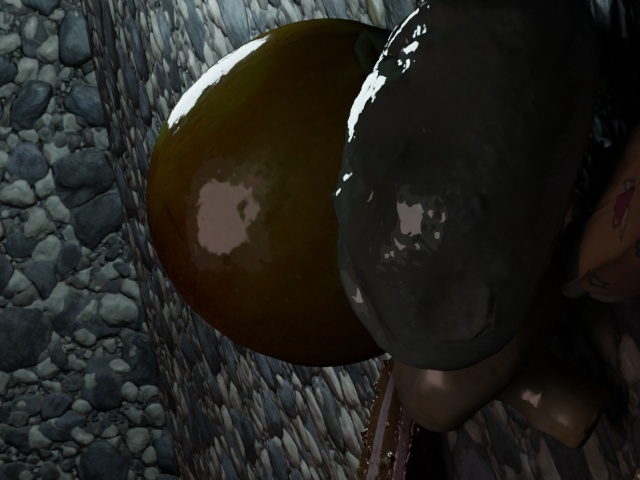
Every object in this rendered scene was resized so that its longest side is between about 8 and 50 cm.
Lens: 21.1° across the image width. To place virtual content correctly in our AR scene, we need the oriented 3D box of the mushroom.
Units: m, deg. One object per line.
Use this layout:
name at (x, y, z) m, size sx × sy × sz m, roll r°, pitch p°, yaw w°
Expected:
mushroom at (0.180, 0.100, 1.671) m, size 0.206 × 0.209 × 0.206 m, roll -168°, pitch 90°, yaw -83°

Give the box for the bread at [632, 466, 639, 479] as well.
bread at (0.361, 0.118, 1.250) m, size 0.211 × 0.224 × 0.183 m, roll 19°, pitch 127°, yaw 19°

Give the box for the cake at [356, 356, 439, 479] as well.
cake at (0.110, 0.290, 2.190) m, size 0.116 × 0.113 × 0.295 m, roll 33°, pitch 124°, yaw 57°

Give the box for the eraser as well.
eraser at (0.279, -0.051, 1.258) m, size 0.087 × 0.171 × 0.290 m, roll 30°, pitch 161°, yaw -5°

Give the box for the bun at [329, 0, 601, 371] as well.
bun at (0.114, -0.065, 1.457) m, size 0.354 × 0.194 × 0.354 m, roll 16°, pitch -90°, yaw -89°

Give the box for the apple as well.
apple at (0.012, -0.061, 1.813) m, size 0.374 × 0.384 × 0.374 m, roll 4°, pitch 97°, yaw 31°
